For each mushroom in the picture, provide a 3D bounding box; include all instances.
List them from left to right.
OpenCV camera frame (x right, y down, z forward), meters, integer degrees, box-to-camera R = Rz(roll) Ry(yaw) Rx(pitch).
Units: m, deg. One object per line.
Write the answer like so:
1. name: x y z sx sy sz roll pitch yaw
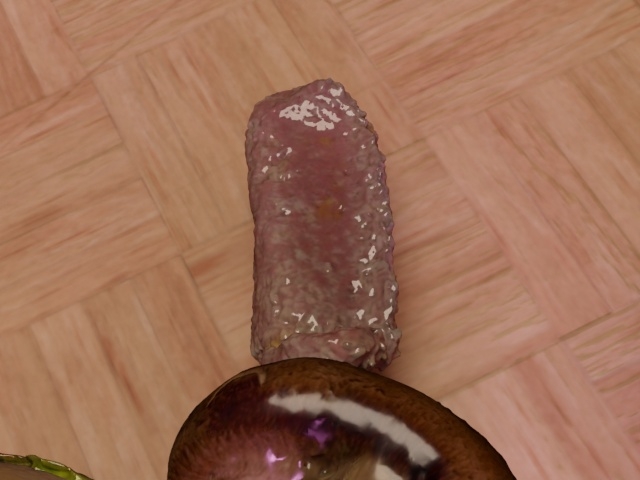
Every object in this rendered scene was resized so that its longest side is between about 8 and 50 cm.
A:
1. mushroom: 0.022 0.167 0.842 0.231 0.194 0.138 39 48 16

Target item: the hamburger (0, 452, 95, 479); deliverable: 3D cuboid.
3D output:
1. hamburger: -0.186 0.256 0.802 0.300 0.176 0.300 -9 67 22

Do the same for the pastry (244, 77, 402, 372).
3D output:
1. pastry: 0.002 0.011 0.992 0.102 0.112 0.265 -5 45 6
